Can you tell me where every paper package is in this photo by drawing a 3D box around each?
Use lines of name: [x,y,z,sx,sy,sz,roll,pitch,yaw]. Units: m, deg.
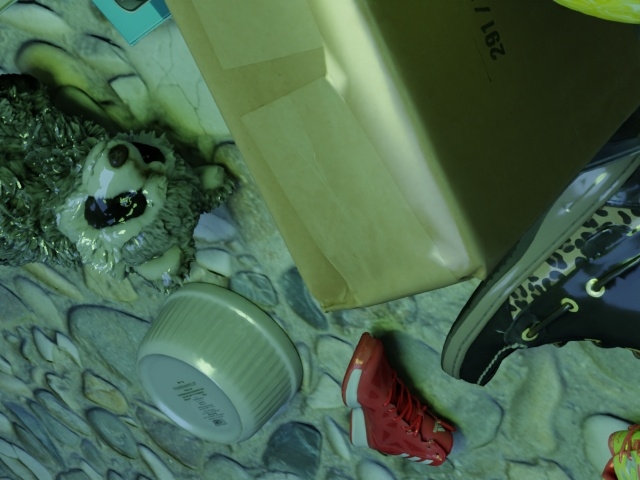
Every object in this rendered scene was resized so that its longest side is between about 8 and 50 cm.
paper package: [0.063,-0.171,0.956,0.168,0.309,0.325,-11,113,43]

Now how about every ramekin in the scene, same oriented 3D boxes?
ramekin: [-0.136,0.163,1.713,0.207,0.109,0.207,23,142,20]

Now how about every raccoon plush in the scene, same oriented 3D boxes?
raccoon plush: [-0.260,-0.038,1.605,0.299,0.216,0.446,21,173,1]

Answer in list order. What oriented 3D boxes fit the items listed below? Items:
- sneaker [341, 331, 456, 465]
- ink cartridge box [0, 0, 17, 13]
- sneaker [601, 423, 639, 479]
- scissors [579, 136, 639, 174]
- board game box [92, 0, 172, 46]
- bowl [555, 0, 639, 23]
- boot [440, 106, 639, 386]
sneaker: [0.099,0.188,1.573,0.128,0.087,0.221,16,152,16]
ink cartridge box: [-0.404,-0.309,1.316,0.223,0.129,0.307,52,162,-21]
sneaker: [0.339,0.219,1.378,0.094,0.081,0.208,31,145,14]
scissors: [0.185,-0.049,1.117,0.021,0.109,0.297,13,-175,-22]
board game box: [-0.199,-0.363,1.203,0.336,0.079,0.253,49,144,-15]
bowl: [0.147,-0.260,0.823,0.156,0.289,0.289,-10,123,43]
boot: [0.289,0.078,1.220,0.284,0.138,0.377,35,137,5]
